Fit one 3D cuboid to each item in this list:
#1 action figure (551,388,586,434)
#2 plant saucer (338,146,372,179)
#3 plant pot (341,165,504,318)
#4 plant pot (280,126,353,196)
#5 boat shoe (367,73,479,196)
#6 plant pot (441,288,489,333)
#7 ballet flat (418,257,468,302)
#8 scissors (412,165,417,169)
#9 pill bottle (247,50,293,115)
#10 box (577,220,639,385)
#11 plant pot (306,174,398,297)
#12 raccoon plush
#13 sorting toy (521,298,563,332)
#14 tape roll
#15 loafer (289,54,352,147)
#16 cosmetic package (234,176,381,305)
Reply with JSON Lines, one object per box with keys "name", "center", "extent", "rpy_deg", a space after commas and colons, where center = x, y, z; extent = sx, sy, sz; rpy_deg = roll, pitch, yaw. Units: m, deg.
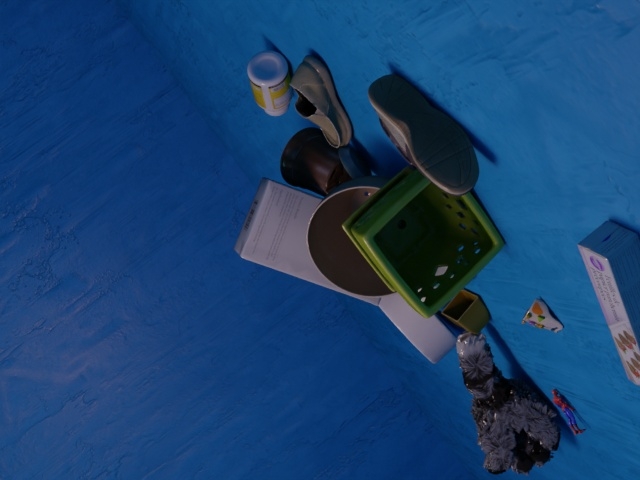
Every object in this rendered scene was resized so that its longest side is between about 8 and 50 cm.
{"name": "action figure", "center": [0.583, 0.402, 1.984], "extent": [0.115, 0.030, 0.038], "rpy_deg": [56, 165, 7]}
{"name": "plant saucer", "center": [0.090, -0.183, 2.034], "extent": [0.119, 0.021, 0.119], "rpy_deg": [42, -152, -28]}
{"name": "plant pot", "center": [0.190, -0.014, 1.688], "extent": [0.227, 0.228, 0.207], "rpy_deg": [51, 172, -19]}
{"name": "plant pot", "center": [0.012, -0.184, 2.151], "extent": [0.165, 0.167, 0.167], "rpy_deg": [33, 160, 40]}
{"name": "boat shoe", "center": [0.188, -0.182, 1.512], "extent": [0.285, 0.103, 0.092], "rpy_deg": [51, 176, 27]}
{"name": "plant pot", "center": [0.365, 0.182, 2.056], "extent": [0.083, 0.081, 0.081], "rpy_deg": [43, 174, -23]}
{"name": "ballet flat", "center": [0.263, 0.109, 2.095], "extent": [0.139, 0.139, 0.400], "rpy_deg": [51, 170, 4]}
{"name": "scissors", "center": [0.241, -0.102, 1.760], "extent": [0.297, 0.021, 0.109], "rpy_deg": [57, 167, -21]}
{"name": "pill bottle", "center": [-0.124, -0.395, 2.141], "extent": [0.103, 0.103, 0.184], "rpy_deg": [49, 169, 18]}
{"name": "box", "center": [0.483, 0.111, 1.298], "extent": [0.063, 0.067, 0.324], "rpy_deg": [37, 163, 55]}
{"name": "plant pot", "center": [0.125, -0.037, 1.943], "extent": [0.284, 0.284, 0.191], "rpy_deg": [55, -155, -18]}
{"name": "raccoon plush", "center": [0.479, 0.411, 2.228], "extent": [0.299, 0.216, 0.446], "rpy_deg": [-115, 11, -85]}
{"name": "sorting toy", "center": [0.455, 0.163, 1.708], "extent": [0.075, 0.045, 0.083], "rpy_deg": [30, 165, 12]}
{"name": "tape roll", "center": [0.261, 0.210, 2.368], "extent": [0.286, 0.100, 0.286], "rpy_deg": [47, -177, -3]}
{"name": "loafer", "center": [-0.007, -0.308, 1.945], "extent": [0.102, 0.092, 0.268], "rpy_deg": [43, 167, 42]}
{"name": "cosmetic package", "center": [0.000, 0.000, 2.154], "extent": [0.385, 0.217, 0.156], "rpy_deg": [22, -178, -14]}
